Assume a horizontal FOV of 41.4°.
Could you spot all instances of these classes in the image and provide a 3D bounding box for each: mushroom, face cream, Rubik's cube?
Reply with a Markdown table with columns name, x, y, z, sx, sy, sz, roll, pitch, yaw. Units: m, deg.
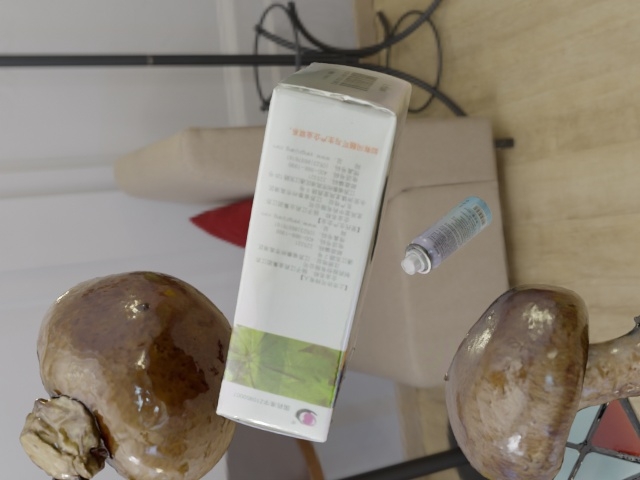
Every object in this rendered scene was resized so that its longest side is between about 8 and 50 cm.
| name | x | y | z | sx | sy | sz | roll | pitch | yaw |
| --- | --- | --- | --- | --- | --- | --- | --- | --- | --- |
| mushroom | 0.367 | 0.212 | 1.270 | 0.331 | 0.356 | 0.334 | 145 | 137 | -82 |
| face cream | 0.250 | -0.005 | 1.709 | 0.075 | 0.229 | 0.075 | 34 | 143 | 31 |
| Rubik's cube | 0.606 | 0.506 | 1.790 | 0.246 | 0.248 | 0.250 | 50 | -163 | -29 |
| mushroom | -0.211 | 0.161 | 0.976 | 0.263 | 0.283 | 0.195 | 42 | 143 | -7 |

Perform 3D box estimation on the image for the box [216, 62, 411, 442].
| name | x | y | z | sx | sy | sz | roll | pitch | yaw |
| --- | --- | --- | --- | --- | --- | --- | --- | --- | --- |
| box | 0.000 | 0.000 | 0.780 | 0.200 | 0.106 | 0.300 | -60 | -19 | -71 |
